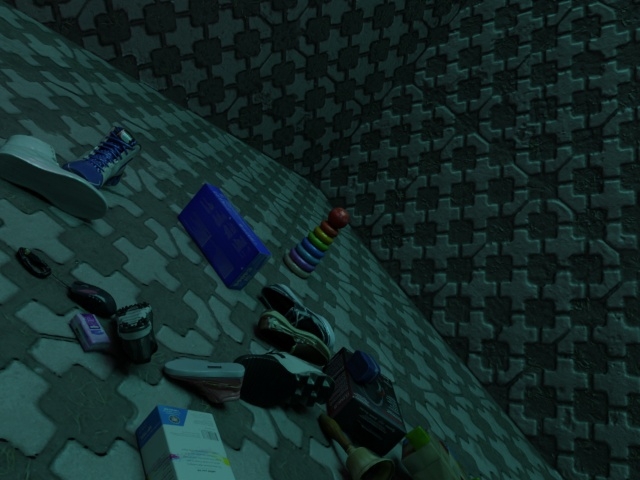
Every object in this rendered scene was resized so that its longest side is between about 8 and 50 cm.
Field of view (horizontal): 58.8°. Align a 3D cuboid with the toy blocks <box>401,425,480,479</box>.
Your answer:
[{"bbox_3d":[0.356,0.682,1.612,0.381,0.190,0.261,54,6,8],"label":"toy blocks"}]

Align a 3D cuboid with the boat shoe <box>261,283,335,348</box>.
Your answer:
[{"bbox_3d":[-0.081,0.251,1.868,0.301,0.108,0.102,45,14,22],"label":"boat shoe"}]

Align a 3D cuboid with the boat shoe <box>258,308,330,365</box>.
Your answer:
[{"bbox_3d":[-0.085,0.318,1.720,0.257,0.095,0.095,33,29,-10],"label":"boat shoe"}]

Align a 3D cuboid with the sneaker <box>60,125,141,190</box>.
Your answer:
[{"bbox_3d":[-0.642,-0.251,1.685,0.127,0.182,0.315,38,13,-9],"label":"sneaker"}]

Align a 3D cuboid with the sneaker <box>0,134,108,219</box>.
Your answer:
[{"bbox_3d":[-0.689,-0.177,1.490,0.292,0.108,0.169,33,19,-29],"label":"sneaker"}]

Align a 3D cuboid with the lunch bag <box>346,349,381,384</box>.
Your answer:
[{"bbox_3d":[0.128,0.374,1.679,0.065,0.067,0.098,28,17,-36],"label":"lunch bag"}]

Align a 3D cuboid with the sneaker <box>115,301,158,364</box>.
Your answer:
[{"bbox_3d":[-0.394,0.203,1.222,0.234,0.078,0.106,-156,-124,-70],"label":"sneaker"}]

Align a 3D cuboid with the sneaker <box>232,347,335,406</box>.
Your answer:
[{"bbox_3d":[-0.122,0.349,1.481,0.330,0.123,0.146,28,2,-42],"label":"sneaker"}]

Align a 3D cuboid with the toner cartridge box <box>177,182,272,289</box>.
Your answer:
[{"bbox_3d":[-0.324,-0.016,1.888,0.348,0.165,0.075,50,16,26],"label":"toner cartridge box"}]

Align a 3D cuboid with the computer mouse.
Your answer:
[{"bbox_3d":[-0.544,0.085,1.231,0.242,0.041,0.071,37,15,-16],"label":"computer mouse"}]

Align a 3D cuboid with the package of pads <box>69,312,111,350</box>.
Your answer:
[{"bbox_3d":[-0.467,0.186,1.151,0.083,0.032,0.050,49,12,25],"label":"package of pads"}]

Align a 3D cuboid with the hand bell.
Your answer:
[{"bbox_3d":[0.069,0.536,1.477,0.126,0.126,0.242,29,6,-42],"label":"hand bell"}]

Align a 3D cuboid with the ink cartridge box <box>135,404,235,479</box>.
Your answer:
[{"bbox_3d":[-0.231,0.414,1.008,0.134,0.078,0.231,28,19,-43],"label":"ink cartridge box"}]

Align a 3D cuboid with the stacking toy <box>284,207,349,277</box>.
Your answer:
[{"bbox_3d":[0.000,0.000,2.379,0.141,0.330,0.141,39,14,-12],"label":"stacking toy"}]

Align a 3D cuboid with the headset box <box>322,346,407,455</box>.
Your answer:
[{"bbox_3d":[0.129,0.488,1.710,0.218,0.110,0.293,38,14,-16],"label":"headset box"}]

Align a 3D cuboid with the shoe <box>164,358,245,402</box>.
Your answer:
[{"bbox_3d":[-0.261,0.316,1.267,0.177,0.081,0.063,7,12,-15],"label":"shoe"}]
